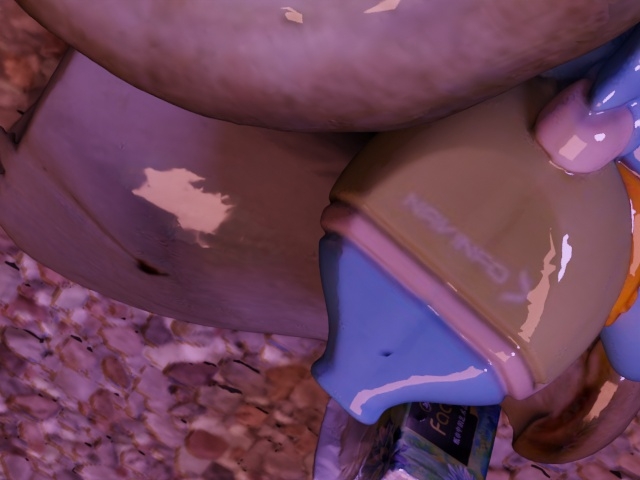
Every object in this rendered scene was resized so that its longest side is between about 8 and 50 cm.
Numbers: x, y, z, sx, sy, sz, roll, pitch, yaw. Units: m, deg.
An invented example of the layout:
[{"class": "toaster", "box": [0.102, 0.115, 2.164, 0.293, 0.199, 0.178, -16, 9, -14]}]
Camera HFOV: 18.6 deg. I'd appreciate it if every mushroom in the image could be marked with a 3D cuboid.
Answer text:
[{"class": "mushroom", "box": [0.001, -0.204, 0.634, 0.352, 0.260, 0.352, 6, 117, 12]}, {"class": "mushroom", "box": [0.000, 0.000, 0.915, 0.328, 0.122, 0.159, 25, 166, -3]}]

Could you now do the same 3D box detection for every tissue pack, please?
[{"class": "tissue pack", "box": [0.035, 0.104, 0.974, 0.079, 0.111, 0.085, 34, 128, -11]}]

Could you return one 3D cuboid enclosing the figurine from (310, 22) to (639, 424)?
[{"class": "figurine", "box": [0.105, -0.033, 0.781, 0.262, 0.154, 0.180, -49, 144, 5]}]
